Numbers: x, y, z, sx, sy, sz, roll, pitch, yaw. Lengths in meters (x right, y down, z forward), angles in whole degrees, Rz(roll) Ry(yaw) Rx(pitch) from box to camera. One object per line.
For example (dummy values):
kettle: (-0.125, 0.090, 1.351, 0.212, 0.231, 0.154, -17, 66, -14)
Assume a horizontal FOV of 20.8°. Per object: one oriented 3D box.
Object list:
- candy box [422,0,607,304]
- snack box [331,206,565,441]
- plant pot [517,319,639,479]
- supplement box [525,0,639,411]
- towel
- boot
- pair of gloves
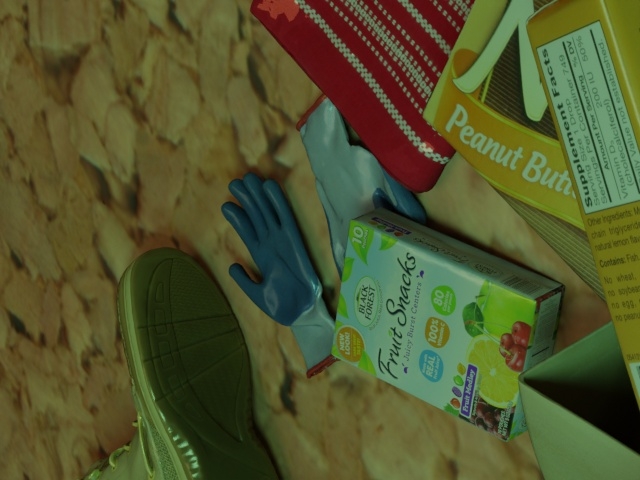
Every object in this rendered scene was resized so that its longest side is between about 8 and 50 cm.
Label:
candy box: (0.204, -0.041, 0.886, 0.316, 0.087, 0.183, 49, 134, 29)
snack box: (0.077, 0.051, 1.091, 0.141, 0.037, 0.100, 25, 119, 32)
plant pot: (0.181, 0.115, 0.956, 0.109, 0.109, 0.096, 31, 135, 41)
supplement box: (0.171, -0.008, 0.795, 0.080, 0.078, 0.233, -12, 93, 67)
towel: (0.059, -0.185, 1.064, 0.199, 0.031, 0.275, 52, 135, 26)
boot: (-0.130, 0.149, 1.346, 0.203, 0.095, 0.262, -21, 89, 52)
pair of gloves: (0.000, 0.000, 1.198, 0.198, 0.023, 0.159, -44, 65, 46)
